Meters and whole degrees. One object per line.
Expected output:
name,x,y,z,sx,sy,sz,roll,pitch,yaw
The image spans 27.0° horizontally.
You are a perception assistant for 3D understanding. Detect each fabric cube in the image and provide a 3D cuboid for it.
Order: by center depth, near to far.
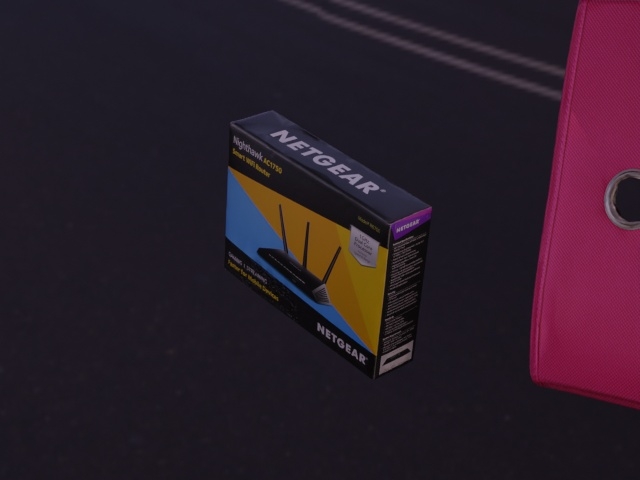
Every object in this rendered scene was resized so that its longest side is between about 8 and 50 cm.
fabric cube,0.318,-0.009,0.828,0.258,0.254,0.259,11,6,44

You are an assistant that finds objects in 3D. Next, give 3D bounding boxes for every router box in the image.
router box,0.000,0.000,0.980,0.046,0.133,0.179,-21,40,-36
